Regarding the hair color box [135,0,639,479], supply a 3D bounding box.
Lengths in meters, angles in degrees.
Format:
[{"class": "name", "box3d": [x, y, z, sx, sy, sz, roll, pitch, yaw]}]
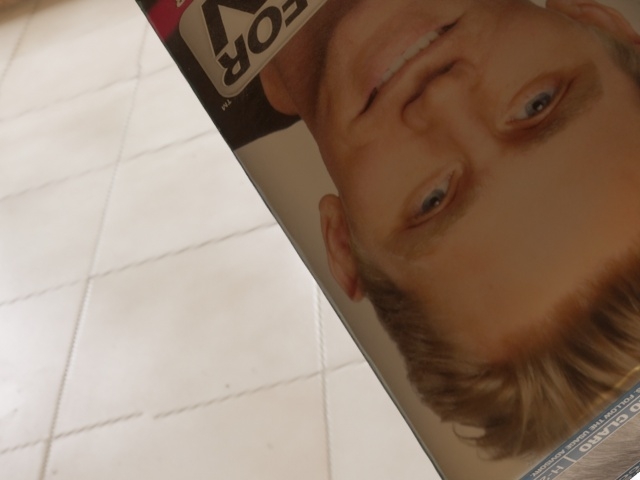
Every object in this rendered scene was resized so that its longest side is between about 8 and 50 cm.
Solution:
[{"class": "hair color box", "box3d": [0.057, -0.065, 0.492, 0.174, 0.105, 0.347, -44, 57, 14]}]

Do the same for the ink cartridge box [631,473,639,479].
[{"class": "ink cartridge box", "box3d": [0.337, 0.231, 0.800, 0.273, 0.114, 0.198, -12, 42, -40]}]
